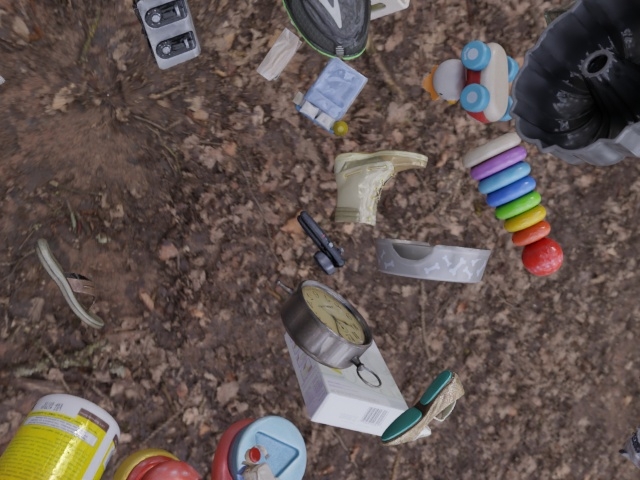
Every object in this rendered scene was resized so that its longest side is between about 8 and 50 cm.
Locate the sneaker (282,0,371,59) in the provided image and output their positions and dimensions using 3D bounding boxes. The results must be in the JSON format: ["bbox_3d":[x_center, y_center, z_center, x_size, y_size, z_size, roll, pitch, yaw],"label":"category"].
[{"bbox_3d":[0.021,-0.556,1.026,0.185,0.202,0.482,-7,111,-10],"label":"sneaker"}]

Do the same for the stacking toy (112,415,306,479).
[{"bbox_3d":[-0.134,0.428,0.928,0.309,0.130,0.279,-11,81,-39],"label":"stacking toy"}]

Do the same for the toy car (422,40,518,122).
[{"bbox_3d":[0.394,-0.427,1.676,0.219,0.238,0.210,-2,94,-49],"label":"toy car"}]

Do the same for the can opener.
[{"bbox_3d":[0.000,0.000,1.600,0.073,0.059,0.186,-29,85,-40],"label":"can opener"}]

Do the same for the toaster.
[{"bbox_3d":[-0.343,-0.491,1.300,0.110,0.185,0.168,-20,143,-11],"label":"toaster"}]

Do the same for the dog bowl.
[{"bbox_3d":[0.328,0.057,1.805,0.349,0.349,0.102,5,92,-20],"label":"dog bowl"}]

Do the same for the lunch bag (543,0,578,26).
[{"bbox_3d":[0.648,-0.466,1.287,0.235,0.287,0.168,-20,108,7],"label":"lunch bag"}]

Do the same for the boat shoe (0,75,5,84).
[{"bbox_3d":[-0.583,-0.265,0.885,0.117,0.324,0.096,35,89,-4],"label":"boat shoe"}]

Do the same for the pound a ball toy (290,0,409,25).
[{"bbox_3d":[0.097,-0.622,1.436,0.136,0.319,0.208,23,67,-51],"label":"pound a ball toy"}]

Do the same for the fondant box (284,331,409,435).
[{"bbox_3d":[0.059,0.339,1.557,0.238,0.330,0.096,20,110,-25],"label":"fondant box"}]

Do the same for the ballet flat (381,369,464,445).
[{"bbox_3d":[0.215,0.355,1.221,0.206,0.073,0.067,-43,101,-4],"label":"ballet flat"}]

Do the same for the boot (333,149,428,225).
[{"bbox_3d":[0.161,-0.141,1.639,0.262,0.095,0.203,0,85,17],"label":"boot"}]

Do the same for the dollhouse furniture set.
[{"bbox_3d":[0.019,-0.478,1.687,0.303,0.198,0.286,35,103,-10],"label":"dollhouse furniture set"}]

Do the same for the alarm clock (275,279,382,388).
[{"bbox_3d":[0.017,0.130,0.823,0.064,0.192,0.129,-53,148,15],"label":"alarm clock"}]

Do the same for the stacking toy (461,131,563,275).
[{"bbox_3d":[0.450,-0.073,1.368,0.141,0.141,0.330,-25,88,-12],"label":"stacking toy"}]

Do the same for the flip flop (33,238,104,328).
[{"bbox_3d":[-0.613,0.107,1.506,0.080,0.112,0.277,-33,113,-21],"label":"flip flop"}]

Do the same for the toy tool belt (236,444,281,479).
[{"bbox_3d":[-0.089,0.316,0.797,0.052,0.051,0.083,-29,93,-56],"label":"toy tool belt"}]

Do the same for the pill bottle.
[{"bbox_3d":[-0.336,0.300,0.713,0.117,0.215,0.117,9,133,9],"label":"pill bottle"}]

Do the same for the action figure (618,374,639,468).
[{"bbox_3d":[0.684,0.390,1.076,0.341,0.330,0.178,43,69,-16],"label":"action figure"}]

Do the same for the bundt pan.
[{"bbox_3d":[0.492,-0.265,1.011,0.124,0.331,0.330,27,93,-33],"label":"bundt pan"}]
